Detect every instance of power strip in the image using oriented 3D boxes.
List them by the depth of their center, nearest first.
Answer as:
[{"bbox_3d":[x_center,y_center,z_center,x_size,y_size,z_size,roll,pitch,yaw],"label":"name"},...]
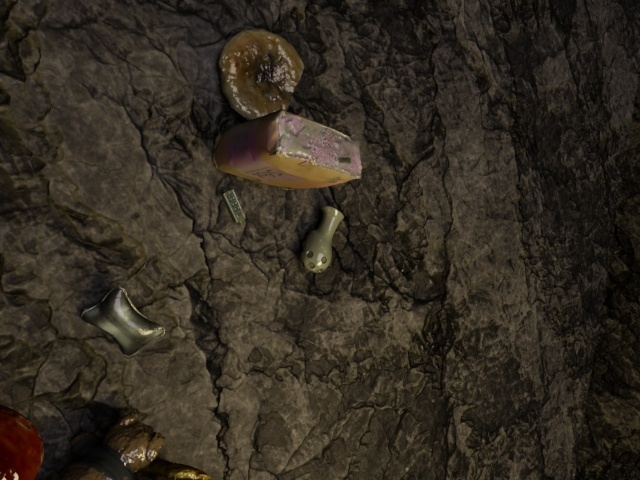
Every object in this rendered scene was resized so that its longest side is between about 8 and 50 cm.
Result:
[{"bbox_3d":[-0.186,-0.073,1.138,0.027,0.017,0.083,-33,108,-28],"label":"power strip"}]

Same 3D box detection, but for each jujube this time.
[{"bbox_3d":[-0.565,0.335,0.798,0.255,0.190,0.190,22,79,-27],"label":"jujube"}]

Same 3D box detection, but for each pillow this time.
[{"bbox_3d":[-0.371,0.156,0.994,0.091,0.055,0.135,-47,115,-22],"label":"pillow"}]

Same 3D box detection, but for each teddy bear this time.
[{"bbox_3d":[-0.389,0.424,0.921,0.182,0.129,0.251,41,67,1],"label":"teddy bear"}]

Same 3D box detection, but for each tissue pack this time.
[{"bbox_3d":[-0.068,-0.181,1.071,0.215,0.257,0.123,11,83,-36],"label":"tissue pack"}]

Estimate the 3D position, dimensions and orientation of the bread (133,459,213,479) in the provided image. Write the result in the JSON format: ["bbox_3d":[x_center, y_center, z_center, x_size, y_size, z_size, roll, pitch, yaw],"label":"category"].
[{"bbox_3d":[-0.283,0.505,0.974,0.096,0.222,0.181,22,69,-39],"label":"bread"}]

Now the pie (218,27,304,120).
[{"bbox_3d":[-0.134,-0.360,1.142,0.185,0.052,0.218,25,75,-28],"label":"pie"}]

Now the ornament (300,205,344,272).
[{"bbox_3d":[0.000,0.000,1.243,0.075,0.081,0.156,54,55,-66],"label":"ornament"}]
